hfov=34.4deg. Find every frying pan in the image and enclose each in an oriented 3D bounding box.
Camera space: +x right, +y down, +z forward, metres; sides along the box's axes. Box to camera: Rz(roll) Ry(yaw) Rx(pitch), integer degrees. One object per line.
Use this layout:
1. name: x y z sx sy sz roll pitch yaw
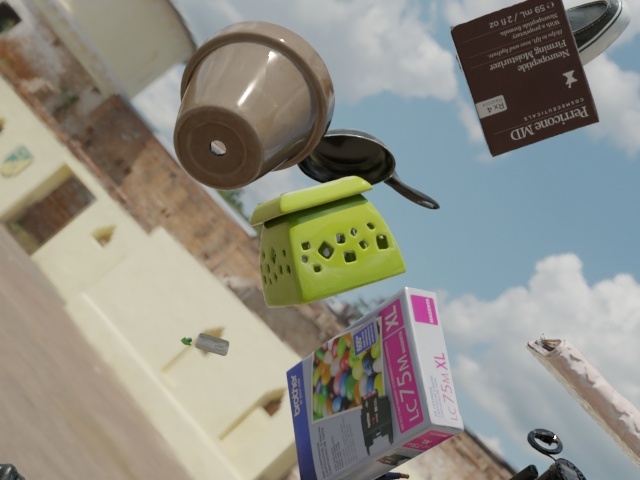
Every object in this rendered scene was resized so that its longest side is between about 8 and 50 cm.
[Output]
1. frying pan: 0.113 -0.152 2.049 0.326 0.053 0.197 10 -28 -11

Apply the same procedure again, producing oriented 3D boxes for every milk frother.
1. milk frother: 0.390 0.430 1.850 0.129 0.135 0.143 40 26 -7

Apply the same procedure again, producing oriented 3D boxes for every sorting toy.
1. sorting toy: -0.200 0.179 1.793 0.083 0.012 0.062 17 14 -4

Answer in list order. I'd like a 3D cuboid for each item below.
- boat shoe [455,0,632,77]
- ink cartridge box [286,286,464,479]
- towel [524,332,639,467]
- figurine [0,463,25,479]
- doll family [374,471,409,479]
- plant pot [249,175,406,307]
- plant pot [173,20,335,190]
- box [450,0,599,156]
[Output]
1. boat shoe: 0.410 -0.374 1.938 0.119 0.335 0.121 47 30 -34
2. ink cartridge box: 0.046 0.211 1.328 0.065 0.311 0.185 14 52 -32
3. towel: 0.480 0.285 1.695 0.332 0.053 0.317 46 2 4
4. figurine: -0.446 0.470 1.532 0.215 0.092 0.209 56 3 -24
5. doll family: 0.053 0.400 1.709 0.076 0.193 0.111 -102 168 -46
6. plant pot: 0.000 0.000 1.985 0.228 0.227 0.207 -16 -89 68
7. plant pot: -0.127 -0.196 1.676 0.263 0.263 0.229 51 30 -17
8. box: 0.306 -0.250 1.568 0.167 0.168 0.203 -40 111 -79
